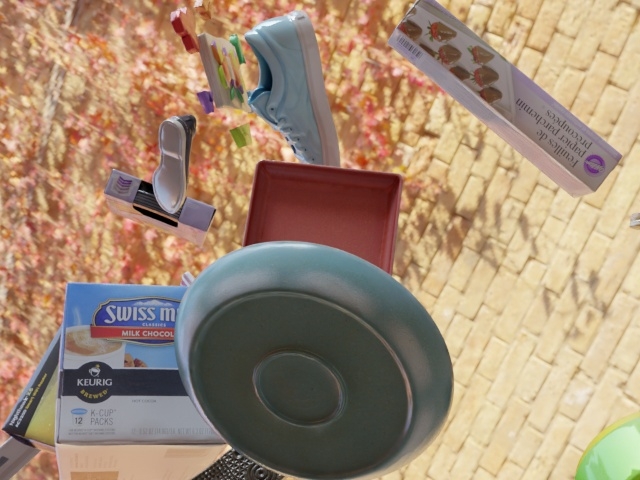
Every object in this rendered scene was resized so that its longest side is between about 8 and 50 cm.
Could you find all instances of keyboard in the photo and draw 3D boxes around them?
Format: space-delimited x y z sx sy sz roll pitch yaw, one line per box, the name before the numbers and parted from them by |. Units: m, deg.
keyboard | -0.643 0.454 1.682 0.256 0.014 0.072 -42 -57 4

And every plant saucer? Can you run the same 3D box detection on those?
plant saucer | 0.000 0.000 1.414 0.048 0.258 0.259 76 -159 -74
plant saucer | -0.018 0.149 0.888 0.043 0.318 0.317 -59 -16 -58

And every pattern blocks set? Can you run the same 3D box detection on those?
pattern blocks set | -0.178 -0.312 1.530 0.325 0.026 0.285 -68 -38 -69

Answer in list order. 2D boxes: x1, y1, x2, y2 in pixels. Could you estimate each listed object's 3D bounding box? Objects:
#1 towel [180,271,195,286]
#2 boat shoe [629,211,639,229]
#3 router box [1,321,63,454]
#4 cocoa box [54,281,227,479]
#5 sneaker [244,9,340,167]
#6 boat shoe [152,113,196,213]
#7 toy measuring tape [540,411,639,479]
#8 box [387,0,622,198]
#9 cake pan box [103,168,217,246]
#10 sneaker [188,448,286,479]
towel | -0.180 0.136 1.378 0.029 0.144 0.197 -40 -12 -23
boat shoe | 0.556 -0.051 1.288 0.170 0.063 0.059 -7 -93 -16
router box | -0.423 0.260 1.565 0.081 0.243 0.309 57 -133 -47
cocoa box | -0.275 0.228 1.249 0.347 0.231 0.228 122 148 -61
sneaker | -0.065 -0.247 1.596 0.150 0.135 0.366 -17 -73 -14
boat shoe | -0.259 -0.140 1.515 0.065 0.075 0.206 -42 -26 -45
toy measuring tape | 0.286 0.160 0.531 0.121 0.330 0.121 175 90 -88
box | 0.230 -0.180 1.045 0.063 0.324 0.067 -51 1 -7
cake pan box | -0.371 -0.072 1.919 0.267 0.246 0.070 147 141 -76
sneaker | -0.110 0.304 1.025 0.188 0.066 0.071 -24 -31 -9
